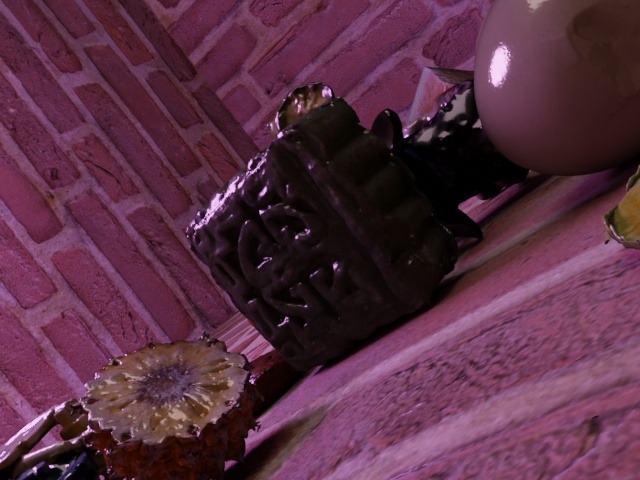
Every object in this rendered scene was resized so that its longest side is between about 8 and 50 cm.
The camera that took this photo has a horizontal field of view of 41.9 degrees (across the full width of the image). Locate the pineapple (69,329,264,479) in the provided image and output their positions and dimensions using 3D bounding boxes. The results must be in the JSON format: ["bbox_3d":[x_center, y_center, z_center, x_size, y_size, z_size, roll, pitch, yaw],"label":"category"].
[{"bbox_3d":[-0.138,0.192,0.819,0.161,0.137,0.176,17,34,33],"label":"pineapple"}]

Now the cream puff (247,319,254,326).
[{"bbox_3d":[-0.056,0.108,1.365,0.126,0.103,0.144,-32,2,0],"label":"cream puff"}]

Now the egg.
[{"bbox_3d":[0.266,-0.186,0.806,0.269,0.219,0.219,-55,-1,12],"label":"egg"}]

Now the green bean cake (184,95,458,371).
[{"bbox_3d":[0.000,0.000,0.943,0.255,0.241,0.132,-35,2,41],"label":"green bean cake"}]

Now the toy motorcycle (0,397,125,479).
[{"bbox_3d":[-0.445,0.381,1.229,0.410,0.169,0.237,-30,12,29],"label":"toy motorcycle"}]

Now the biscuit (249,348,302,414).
[{"bbox_3d":[-0.090,0.185,1.065,0.192,0.049,0.192,-35,6,4],"label":"biscuit"}]

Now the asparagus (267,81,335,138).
[{"bbox_3d":[-0.018,-0.125,1.119,0.085,0.082,0.343,-40,-5,-8],"label":"asparagus"}]

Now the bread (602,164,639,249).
[{"bbox_3d":[0.297,-0.081,0.495,0.301,0.045,0.301,-38,0,0],"label":"bread"}]

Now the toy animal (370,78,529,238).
[{"bbox_3d":[0.144,-0.089,1.080,0.344,0.194,0.303,-38,2,-21],"label":"toy animal"}]

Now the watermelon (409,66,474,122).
[{"bbox_3d":[0.354,-0.310,1.835,0.264,0.151,0.302,5,7,-7],"label":"watermelon"}]
